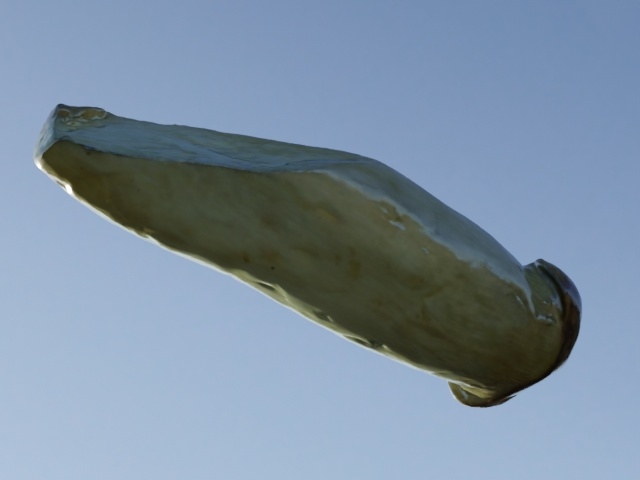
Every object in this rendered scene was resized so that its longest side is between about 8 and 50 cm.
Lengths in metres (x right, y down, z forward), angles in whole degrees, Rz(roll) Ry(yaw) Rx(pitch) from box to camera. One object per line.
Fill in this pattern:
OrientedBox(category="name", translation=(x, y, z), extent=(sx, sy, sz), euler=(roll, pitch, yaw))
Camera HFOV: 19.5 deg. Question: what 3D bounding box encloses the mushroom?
OrientedBox(category="mushroom", translation=(0.002, -0.003, 1.057), extent=(0.333, 0.087, 0.107), euler=(29, -68, -19))
